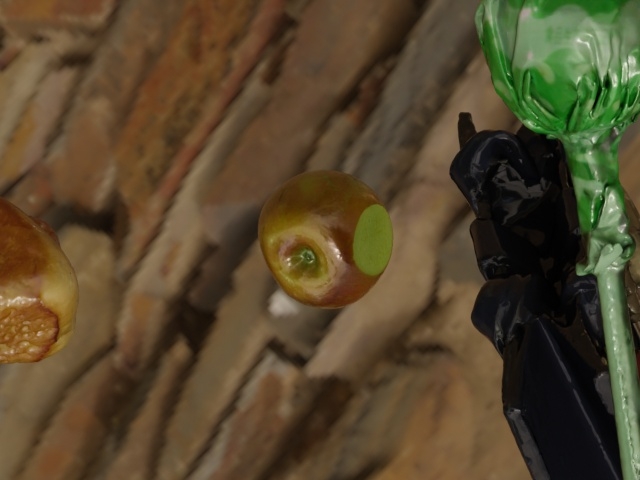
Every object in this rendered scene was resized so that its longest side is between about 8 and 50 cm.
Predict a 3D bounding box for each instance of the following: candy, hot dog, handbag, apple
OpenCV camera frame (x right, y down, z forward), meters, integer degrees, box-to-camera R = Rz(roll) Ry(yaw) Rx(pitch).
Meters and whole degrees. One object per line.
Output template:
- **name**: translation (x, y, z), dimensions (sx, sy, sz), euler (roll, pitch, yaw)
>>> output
- **candy**: translation (0.142, 0.011, 0.897), dimensions (0.097, 0.097, 0.324), euler (-17, 101, -39)
- **hot dog**: translation (-0.349, 0.031, 1.616), dimensions (0.256, 0.153, 0.150), euler (-7, 143, -12)
- **handbag**: translation (0.189, 0.089, 1.197), dimensions (0.122, 0.303, 0.329), euler (-19, 126, 12)
- **apple**: translation (0.000, 0.000, 1.479), dimensions (0.102, 0.099, 0.114), euler (-26, 117, -56)
